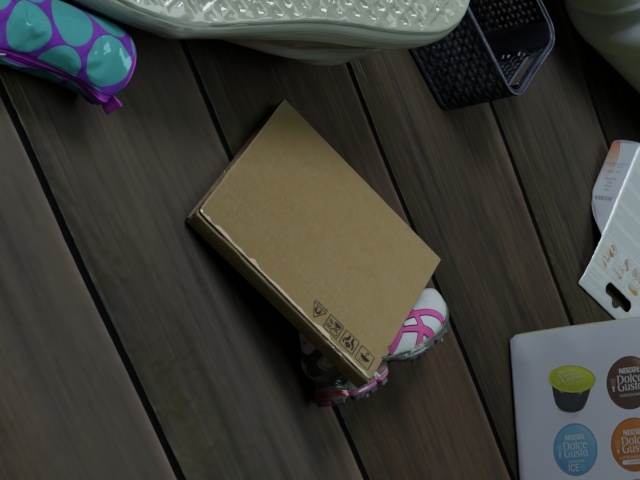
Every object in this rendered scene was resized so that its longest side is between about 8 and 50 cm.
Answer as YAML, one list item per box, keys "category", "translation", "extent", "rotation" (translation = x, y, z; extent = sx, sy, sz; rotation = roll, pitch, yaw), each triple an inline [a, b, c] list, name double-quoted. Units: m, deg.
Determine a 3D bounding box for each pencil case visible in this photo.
- category: "pencil case"
  translation: [-0.203, -0.143, 1.236]
  extent: [0.151, 0.064, 0.070]
  rotation: [16, 54, -48]

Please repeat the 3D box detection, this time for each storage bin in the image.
- category: "storage bin"
  translation: [0.139, -0.230, 1.668]
  extent: [0.180, 0.084, 0.122]
  rotation: [59, 43, -23]

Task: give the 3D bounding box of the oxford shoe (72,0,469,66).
- category: "oxford shoe"
  translation: [-0.085, -0.225, 1.365]
  extent: [0.449, 0.130, 0.169]
  rotation: [7, 80, -35]

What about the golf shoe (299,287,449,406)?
- category: "golf shoe"
  translation: [0.050, 0.072, 1.502]
  extent: [0.186, 0.067, 0.086]
  rotation: [-31, 105, -50]

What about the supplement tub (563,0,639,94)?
- category: "supplement tub"
  translation: [0.412, -0.265, 1.894]
  extent: [0.325, 0.235, 0.235]
  rotation: [36, 56, -42]

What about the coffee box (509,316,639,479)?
- category: "coffee box"
  translation: [0.425, 0.242, 1.715]
  extent: [0.338, 0.337, 0.334]
  rotation: [9, 75, -50]

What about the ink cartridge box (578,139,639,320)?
- category: "ink cartridge box"
  translation: [0.342, 0.001, 1.921]
  extent: [0.145, 0.045, 0.179]
  rotation: [40, 71, -40]

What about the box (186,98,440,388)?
- category: "box"
  translation: [0.000, 0.000, 1.444]
  extent: [0.201, 0.021, 0.164]
  rotation: [45, 46, -12]
